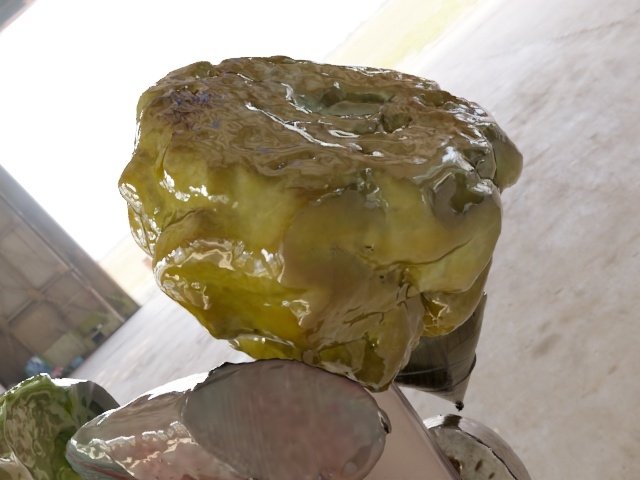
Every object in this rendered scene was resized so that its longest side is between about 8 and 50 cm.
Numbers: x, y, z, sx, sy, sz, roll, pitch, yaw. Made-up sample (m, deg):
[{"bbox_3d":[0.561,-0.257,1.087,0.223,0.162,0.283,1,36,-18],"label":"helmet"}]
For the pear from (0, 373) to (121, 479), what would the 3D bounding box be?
[{"bbox_3d":[-0.295,0.343,0.726,0.165,0.399,0.399,-16,15,8],"label":"pear"}]

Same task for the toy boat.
[{"bbox_3d":[-0.103,0.161,0.540,0.282,0.206,0.096,-30,57,47],"label":"toy boat"}]

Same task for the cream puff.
[{"bbox_3d":[-0.001,0.001,0.607,0.324,0.290,0.257,-52,-29,-54],"label":"cream puff"}]

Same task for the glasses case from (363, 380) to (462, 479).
[{"bbox_3d":[0.086,0.262,0.796,0.113,0.297,0.075,-30,20,8],"label":"glasses case"}]

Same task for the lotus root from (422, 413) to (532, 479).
[{"bbox_3d":[0.170,0.361,0.949,0.272,0.272,0.192,-40,-14,14],"label":"lotus root"}]

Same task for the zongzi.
[{"bbox_3d":[0.099,0.165,0.941,0.220,0.242,0.112,-17,40,-18],"label":"zongzi"}]
